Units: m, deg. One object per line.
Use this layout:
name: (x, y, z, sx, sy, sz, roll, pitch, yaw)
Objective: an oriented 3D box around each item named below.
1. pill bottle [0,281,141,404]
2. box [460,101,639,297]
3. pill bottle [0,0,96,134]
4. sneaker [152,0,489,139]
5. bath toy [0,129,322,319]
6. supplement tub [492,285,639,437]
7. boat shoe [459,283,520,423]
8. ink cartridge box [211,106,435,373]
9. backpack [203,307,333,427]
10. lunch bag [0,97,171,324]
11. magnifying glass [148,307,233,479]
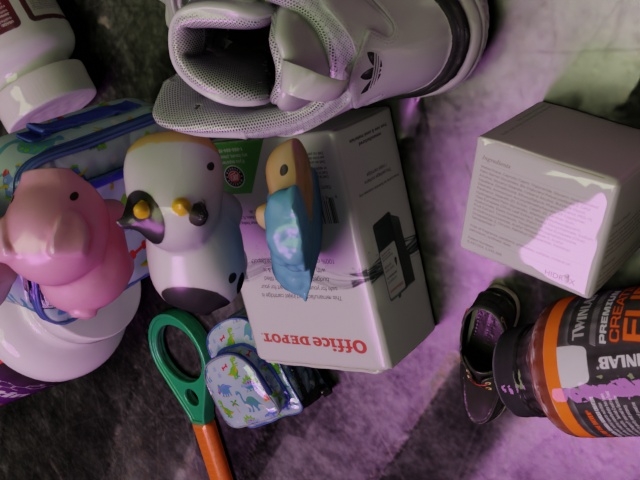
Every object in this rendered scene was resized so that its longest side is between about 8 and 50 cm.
pill bottle: (-0.348, 0.088, 1.057, 0.323, 0.181, 0.181, -23, 95, 45)
box: (0.166, -0.032, 0.617, 0.102, 0.101, 0.087, 24, 125, 29)
pill bottle: (-0.329, -0.227, 0.926, 0.121, 0.121, 0.221, -28, 92, 44)
sneaker: (-0.076, -0.189, 0.667, 0.366, 0.210, 0.137, 28, 127, 27)
bath toy: (-0.175, 0.004, 0.680, 0.348, 0.129, 0.151, -8, 112, 9)
supplement tub: (0.220, 0.084, 0.627, 0.198, 0.106, 0.106, -15, 101, 43)
boat shoe: (0.136, 0.102, 0.754, 0.049, 0.042, 0.133, 20, 124, 29)
ink cartridge box: (0.000, 0.000, 0.784, 0.153, 0.087, 0.208, 0, 110, 39)
backpack: (-0.064, 0.126, 0.904, 0.105, 0.084, 0.114, -25, 91, 42)
lunch bag: (-0.211, -0.037, 0.852, 0.090, 0.219, 0.176, 19, 121, 32)
magnifying glass: (-0.142, 0.187, 1.045, 0.092, 0.026, 0.231, -1, 108, 40)
